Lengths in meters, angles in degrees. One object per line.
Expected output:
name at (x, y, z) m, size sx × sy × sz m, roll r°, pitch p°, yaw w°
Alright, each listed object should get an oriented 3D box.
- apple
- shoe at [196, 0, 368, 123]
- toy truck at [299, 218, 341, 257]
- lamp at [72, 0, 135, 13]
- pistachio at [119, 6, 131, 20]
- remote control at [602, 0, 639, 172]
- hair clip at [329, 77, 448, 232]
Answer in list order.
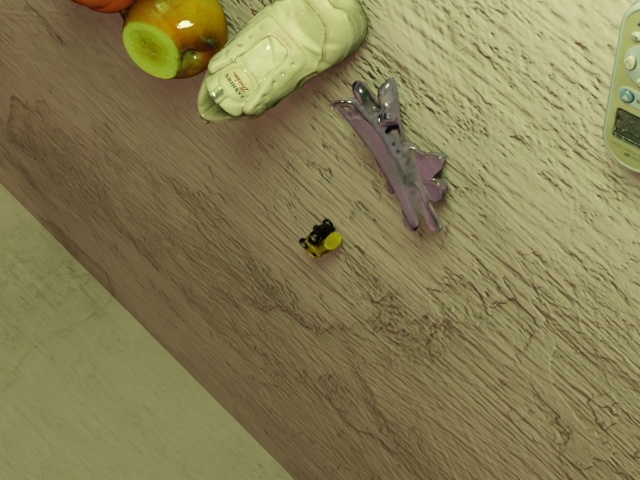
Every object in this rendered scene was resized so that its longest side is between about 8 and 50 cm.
apple at (-0.230, -0.339, 1.754) m, size 0.147 × 0.163 × 0.146 m, roll 49°, pitch 164°, yaw 27°
shoe at (-0.070, -0.258, 1.565) m, size 0.132 × 0.210 × 0.342 m, roll 50°, pitch 155°, yaw -6°
toy truck at (0.000, 0.000, 2.028) m, size 0.054 × 0.049 × 0.083 m, roll 49°, pitch 154°, yaw -6°
lamp at (-0.356, -0.465, 1.751) m, size 0.164 × 0.187 × 0.187 m, roll 32°, pitch 151°, yaw 31°
pistachio at (-0.342, -0.420, 1.954) m, size 0.173 × 0.049 × 0.089 m, roll 59°, pitch 176°, yaw -27°
remote control at (0.365, -0.170, 1.200) m, size 0.087 × 0.047 × 0.244 m, roll 30°, pitch 150°, yaw 26°
hair clip at (0.117, -0.131, 1.620) m, size 0.137 × 0.090 × 0.278 m, roll 0°, pitch 137°, yaw 41°
